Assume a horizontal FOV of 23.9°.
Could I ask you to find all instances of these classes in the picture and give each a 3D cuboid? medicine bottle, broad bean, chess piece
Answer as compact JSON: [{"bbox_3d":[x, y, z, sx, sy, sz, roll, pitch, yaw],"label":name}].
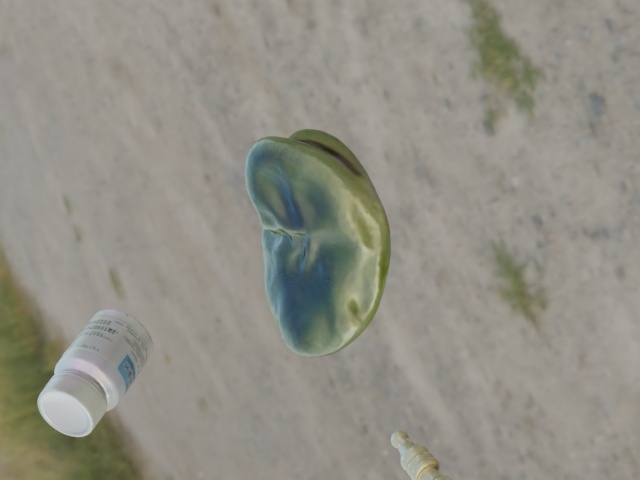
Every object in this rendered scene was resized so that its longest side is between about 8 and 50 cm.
[{"bbox_3d":[-0.159,0.094,1.074,0.052,0.089,0.052,15,133,17],"label":"medicine bottle"},{"bbox_3d":[-0.002,0.001,1.378,0.153,0.072,0.206,-6,99,47],"label":"broad bean"},{"bbox_3d":[0.091,0.201,1.329,0.092,0.035,0.035,49,152,38],"label":"chess piece"}]
